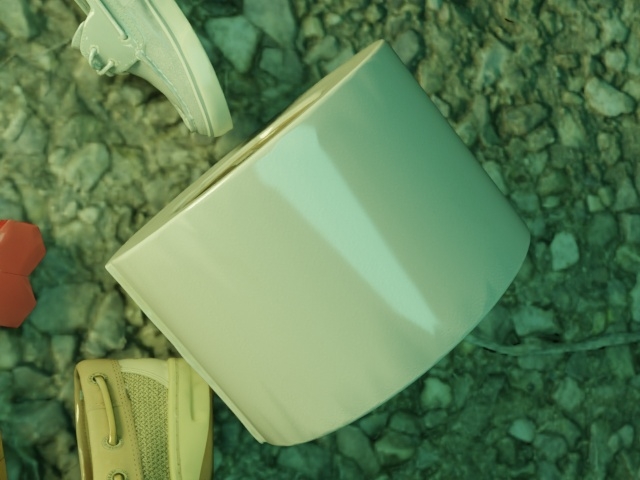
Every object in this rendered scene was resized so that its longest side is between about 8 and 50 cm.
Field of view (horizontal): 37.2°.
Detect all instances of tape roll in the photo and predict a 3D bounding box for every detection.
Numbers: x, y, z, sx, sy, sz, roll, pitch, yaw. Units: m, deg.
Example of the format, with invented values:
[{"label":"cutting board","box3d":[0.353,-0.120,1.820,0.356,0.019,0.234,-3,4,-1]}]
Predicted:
[{"label":"tape roll","box3d":[0.000,0.000,0.669,0.246,0.246,0.169,-43,101,-18]}]

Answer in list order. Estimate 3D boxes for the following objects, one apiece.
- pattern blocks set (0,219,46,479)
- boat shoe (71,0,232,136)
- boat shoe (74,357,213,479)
[{"label":"pattern blocks set","box3d":[-0.325,0.112,0.603,0.285,0.026,0.325,20,77,-39]},{"label":"boat shoe","box3d":[-0.153,-0.165,0.720,0.081,0.079,0.228,-34,93,-10]},{"label":"boat shoe","box3d":[-0.126,0.217,0.607,0.110,0.341,0.122,8,128,-14]}]
